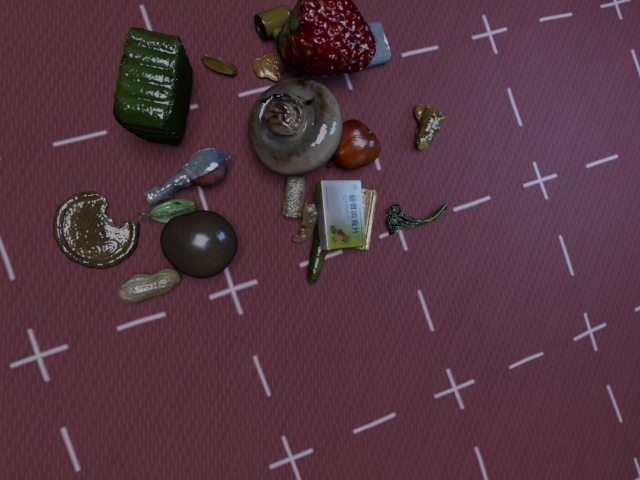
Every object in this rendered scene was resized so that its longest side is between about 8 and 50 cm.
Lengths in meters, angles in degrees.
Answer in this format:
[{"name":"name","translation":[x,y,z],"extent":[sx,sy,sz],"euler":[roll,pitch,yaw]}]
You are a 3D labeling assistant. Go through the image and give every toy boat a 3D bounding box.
[{"name":"toy boat","translation":[-0.394,-0.681,1.577],"extent":[0.149,0.048,0.047],"euler":[21,125,-4]}]

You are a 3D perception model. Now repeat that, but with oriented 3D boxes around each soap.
[{"name":"soap","translation":[0.166,-0.086,1.644],"extent":[0.092,0.037,0.251],"euler":[10,84,-11]}]

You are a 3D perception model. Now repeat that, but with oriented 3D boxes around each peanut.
[{"name":"peanut","translation":[-0.614,0.160,1.460],"extent":[0.215,0.090,0.098],"euler":[-16,79,-14]}]

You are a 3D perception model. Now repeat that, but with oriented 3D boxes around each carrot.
[{"name":"carrot","translation":[0.000,0.000,1.592],"extent":[0.074,0.074,0.357],"euler":[12,86,-9]}]

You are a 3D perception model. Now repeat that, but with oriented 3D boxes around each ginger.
[{"name":"ginger","translation":[0.453,-0.478,1.697],"extent":[0.115,0.081,0.205],"euler":[1,85,-5]},{"name":"ginger","translation":[-0.054,-0.062,1.572],"extent":[0.070,0.051,0.173],"euler":[21,99,-4]}]

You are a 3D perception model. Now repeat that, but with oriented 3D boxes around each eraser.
[{"name":"eraser","translation":[0.154,-0.787,1.664],"extent":[0.227,0.081,0.173],"euler":[-19,94,-12]}]

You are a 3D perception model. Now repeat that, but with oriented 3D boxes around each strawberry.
[{"name":"strawberry","translation":[0.036,-0.715,1.472],"extent":[0.346,0.317,0.294],"euler":[23,51,-25]}]

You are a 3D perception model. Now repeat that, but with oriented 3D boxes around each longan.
[{"name":"longan","translation":[-0.423,0.008,1.424],"extent":[0.259,0.258,0.257],"euler":[1,86,-10]}]

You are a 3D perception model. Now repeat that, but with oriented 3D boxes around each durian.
[{"name":"durian","translation":[-0.552,-0.110,1.482],"extent":[0.216,0.100,0.086],"euler":[-14,88,-3]}]

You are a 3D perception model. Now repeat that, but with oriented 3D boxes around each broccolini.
[{"name":"broccolini","translation":[0.389,-0.119,1.674],"extent":[0.272,0.062,0.123],"euler":[-19,105,-5]}]

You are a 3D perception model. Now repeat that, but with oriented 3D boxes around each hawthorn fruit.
[{"name":"hawthorn fruit","translation":[0.114,-0.359,1.595],"extent":[0.226,0.196,0.196],"euler":[-37,94,14]}]

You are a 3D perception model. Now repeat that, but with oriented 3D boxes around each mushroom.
[{"name":"mushroom","translation":[-0.103,-0.418,1.465],"extent":[0.363,0.295,0.361],"euler":[-3,80,19]}]

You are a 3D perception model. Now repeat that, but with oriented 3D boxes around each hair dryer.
[{"name":"hair dryer","translation":[-0.134,-0.780,1.603],"extent":[0.135,0.090,0.278],"euler":[-31,93,-19]}]

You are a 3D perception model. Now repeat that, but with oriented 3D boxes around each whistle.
[{"name":"whistle","translation":[-0.474,-0.231,1.487],"extent":[0.347,0.133,0.142],"euler":[-30,47,-5]}]

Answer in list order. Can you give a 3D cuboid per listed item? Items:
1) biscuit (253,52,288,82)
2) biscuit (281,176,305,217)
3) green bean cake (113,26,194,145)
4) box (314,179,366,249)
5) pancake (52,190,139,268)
[{"name":"biscuit","translation":[-0.192,-0.688,1.623],"extent":[0.140,0.023,0.118],"euler":[-27,91,-12]},{"name":"biscuit","translation":[-0.101,-0.168,1.585],"extent":[0.082,0.070,0.168],"euler":[9,89,-3]},{"name":"green bean cake","translation":[-0.574,-0.520,1.393],"extent":[0.219,0.319,0.334],"euler":[7,84,-9]},{"name":"box","translation":[0.077,-0.098,1.551],"extent":[0.175,0.062,0.260],"euler":[-5,88,-28]},{"name":"pancake","translation":[-0.806,-0.039,1.466],"extent":[0.287,0.033,0.287],"euler":[-10,88,-10]}]
